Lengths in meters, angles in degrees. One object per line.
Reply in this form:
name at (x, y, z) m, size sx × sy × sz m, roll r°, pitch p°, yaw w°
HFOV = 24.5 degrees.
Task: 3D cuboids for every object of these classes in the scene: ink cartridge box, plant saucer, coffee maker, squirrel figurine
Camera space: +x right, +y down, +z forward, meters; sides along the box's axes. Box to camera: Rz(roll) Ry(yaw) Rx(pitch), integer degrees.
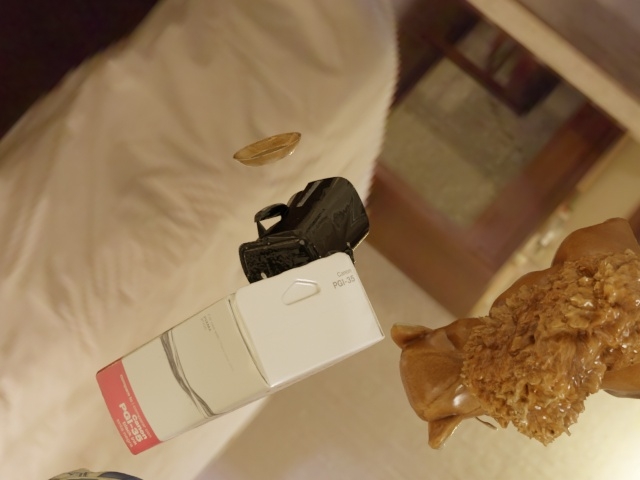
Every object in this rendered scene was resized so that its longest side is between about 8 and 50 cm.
ink cartridge box at (-0.097, 0.134, 1.734) m, size 0.207 × 0.117 × 0.283 m, roll -19°, pitch 172°, yaw -45°
plant saucer at (-0.059, -0.103, 1.699) m, size 0.083 × 0.015 × 0.083 m, roll -17°, pitch -163°, yaw 5°
coffee maker at (0.000, 0.000, 2.043) m, size 0.178 × 0.171 × 0.120 m, roll -51°, pitch 146°, yaw -51°
squirrel figurine at (0.281, 0.140, 2.010) m, size 0.370 × 0.281 × 0.397 m, roll -16°, pitch 174°, yaw 6°

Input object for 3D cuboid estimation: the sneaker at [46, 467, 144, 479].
sneaker at (-0.325, 0.352, 2.026) m, size 0.296 × 0.112 × 0.131 m, roll -17°, pitch -164°, yaw 36°
